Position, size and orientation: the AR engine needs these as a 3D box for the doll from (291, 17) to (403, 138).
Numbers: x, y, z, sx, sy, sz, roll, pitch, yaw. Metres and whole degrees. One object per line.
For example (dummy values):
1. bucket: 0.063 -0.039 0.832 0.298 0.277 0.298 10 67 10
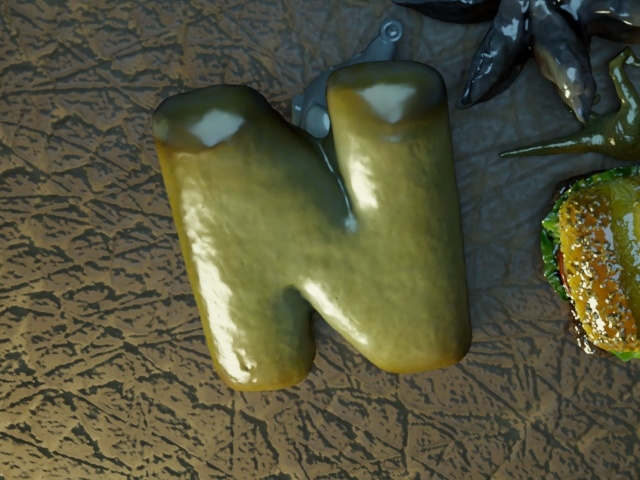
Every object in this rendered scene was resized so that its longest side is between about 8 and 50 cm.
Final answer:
1. doll: 0.014 -0.084 0.937 0.102 0.075 0.227 24 110 -15

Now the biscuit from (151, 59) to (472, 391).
1. biscuit: 0.000 0.000 0.908 0.237 0.062 0.291 -6 121 4

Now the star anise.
1. star anise: 0.169 -0.205 0.889 0.229 0.093 0.236 -7 84 16

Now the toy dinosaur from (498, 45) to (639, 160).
1. toy dinosaur: 0.253 -0.082 0.933 0.162 0.039 0.126 -43 93 10

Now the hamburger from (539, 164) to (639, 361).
1. hamburger: 0.256 0.021 0.920 0.137 0.087 0.166 -11 96 7
